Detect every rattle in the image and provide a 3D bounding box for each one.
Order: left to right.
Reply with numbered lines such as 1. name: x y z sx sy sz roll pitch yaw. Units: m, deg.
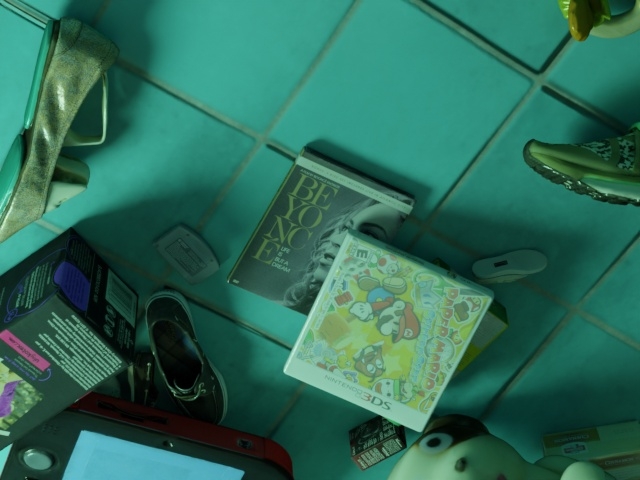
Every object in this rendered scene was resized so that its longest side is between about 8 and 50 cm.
1. rattle: 0.380 -0.279 1.582 0.199 0.143 0.130 11 101 -2

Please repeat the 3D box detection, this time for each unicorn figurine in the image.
1. unicorn figurine: -0.305 0.178 1.867 0.111 0.060 0.162 -11 137 3

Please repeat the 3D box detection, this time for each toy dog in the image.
1. toy dog: 0.278 0.404 1.870 0.408 0.395 0.285 37 74 -8

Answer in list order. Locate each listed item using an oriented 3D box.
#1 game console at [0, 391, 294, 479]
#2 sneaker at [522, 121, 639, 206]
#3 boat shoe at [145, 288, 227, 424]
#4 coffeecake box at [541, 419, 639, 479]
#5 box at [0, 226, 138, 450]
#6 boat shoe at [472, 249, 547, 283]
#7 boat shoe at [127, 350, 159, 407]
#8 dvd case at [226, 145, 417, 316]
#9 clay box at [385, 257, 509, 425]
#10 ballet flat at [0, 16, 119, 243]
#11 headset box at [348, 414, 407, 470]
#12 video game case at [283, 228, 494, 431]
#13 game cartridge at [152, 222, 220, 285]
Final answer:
1. game console: -0.256 0.362 1.942 0.386 0.060 0.342 17 128 -12
2. sneaker: 0.453 -0.130 1.701 0.410 0.158 0.182 2 89 -2
3. boat shoe: -0.180 0.174 1.853 0.080 0.076 0.229 -11 120 4
4. coffeecake box: 0.402 0.361 1.998 0.142 0.068 0.186 -9 121 3
5. box: -0.382 0.137 1.770 0.270 0.165 0.143 -32 118 16
6. boat shoe: 0.250 0.039 1.824 0.100 0.035 0.035 -12 148 0
7. boat shoe: -0.240 0.207 1.890 0.038 0.046 0.125 0 112 3
8. dvd case: 0.000 0.000 1.794 0.164 0.018 0.221 24 116 -16
9. clay box: 0.132 0.141 1.862 0.127 0.053 0.222 36 114 -18
10. ballet flat: -0.319 -0.115 1.664 0.106 0.107 0.316 15 120 -20
11. headset box: 0.076 0.281 1.938 0.083 0.062 0.032 -31 116 14
12. video game case: 0.087 0.121 1.808 0.206 0.026 0.227 24 114 -2
13. game cartridge: -0.172 0.017 1.797 0.056 0.017 0.083 -32 117 19
